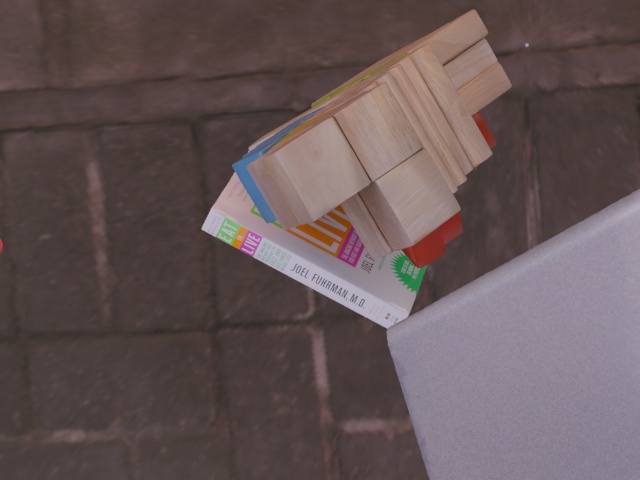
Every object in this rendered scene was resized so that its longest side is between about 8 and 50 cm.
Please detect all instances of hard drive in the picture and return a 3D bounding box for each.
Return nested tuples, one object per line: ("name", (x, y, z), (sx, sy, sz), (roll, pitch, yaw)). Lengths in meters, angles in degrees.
("hard drive", (0.082, 0.042, 0.409), (0.135, 0.022, 0.094), (-33, 66, 39))

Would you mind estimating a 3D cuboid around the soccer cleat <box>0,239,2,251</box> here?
("soccer cleat", (-0.297, -0.066, 0.996), (0.095, 0.083, 0.248), (-19, 126, -3))

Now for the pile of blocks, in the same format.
("pile of blocks", (0.036, -0.042, 0.944), (0.149, 0.362, 0.113), (-28, 97, 22))

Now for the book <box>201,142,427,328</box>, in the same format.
("book", (0.000, 0.000, 0.998), (0.144, 0.096, 0.035), (28, 121, -1))
